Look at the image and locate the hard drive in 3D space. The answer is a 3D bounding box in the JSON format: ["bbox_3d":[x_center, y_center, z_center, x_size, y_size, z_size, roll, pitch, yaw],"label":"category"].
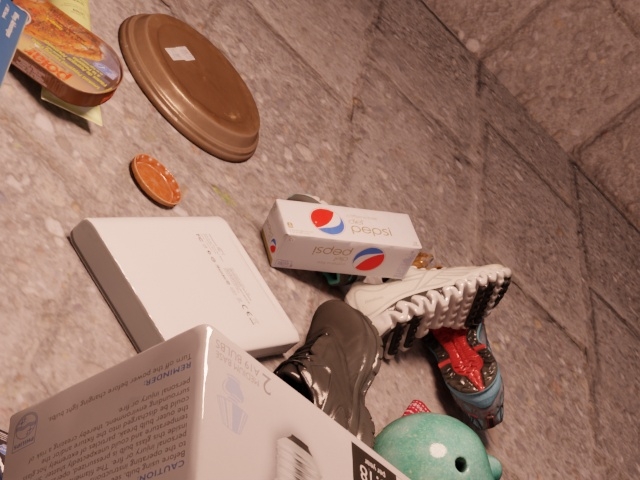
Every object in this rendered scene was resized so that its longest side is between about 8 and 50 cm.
[{"bbox_3d":[-0.157,0.060,1.869,0.203,0.040,0.307,56,23,14],"label":"hard drive"}]

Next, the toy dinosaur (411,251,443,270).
[{"bbox_3d":[0.160,0.067,2.467,0.112,0.064,0.211,34,12,5],"label":"toy dinosaur"}]

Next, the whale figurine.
[{"bbox_3d":[0.169,0.331,1.872,0.272,0.141,0.216,49,52,2],"label":"whale figurine"}]

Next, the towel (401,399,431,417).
[{"bbox_3d":[0.156,0.335,2.052,0.199,0.031,0.275,50,21,-1],"label":"towel"}]

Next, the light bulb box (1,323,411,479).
[{"bbox_3d":[-0.074,0.329,1.243,0.358,0.225,0.361,41,34,-37],"label":"light bulb box"}]

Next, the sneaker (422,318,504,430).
[{"bbox_3d":[0.222,0.196,2.351,0.262,0.104,0.125,-96,167,-60],"label":"sneaker"}]

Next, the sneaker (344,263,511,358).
[{"bbox_3d":[0.164,0.077,2.274,0.292,0.110,0.118,-15,49,-36],"label":"sneaker"}]

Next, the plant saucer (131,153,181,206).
[{"bbox_3d":[-0.216,-0.078,2.008,0.083,0.013,0.083,42,23,-23],"label":"plant saucer"}]

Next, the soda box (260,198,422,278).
[{"bbox_3d":[0.029,-0.001,2.178,0.216,0.069,0.074,7,43,-26],"label":"soda box"}]

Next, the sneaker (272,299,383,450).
[{"bbox_3d":[0.000,0.168,1.897,0.130,0.109,0.286,33,33,-24],"label":"sneaker"}]

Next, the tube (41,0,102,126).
[{"bbox_3d":[-0.329,-0.250,2.010,0.062,0.070,0.240,89,-7,-49],"label":"tube"}]

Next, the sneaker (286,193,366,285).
[{"bbox_3d":[0.000,0.000,2.245,0.166,0.065,0.076,50,30,11],"label":"sneaker"}]

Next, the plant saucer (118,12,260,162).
[{"bbox_3d":[-0.186,-0.236,2.286,0.278,0.041,0.278,40,25,-23],"label":"plant saucer"}]

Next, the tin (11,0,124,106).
[{"bbox_3d":[-0.337,-0.240,1.930,0.189,0.040,0.106,36,39,0],"label":"tin"}]

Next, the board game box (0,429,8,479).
[{"bbox_3d":[-0.231,0.284,1.347,0.194,0.060,0.194,34,29,-38],"label":"board game box"}]

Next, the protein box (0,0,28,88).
[{"bbox_3d":[-0.444,-0.223,1.633,0.201,0.136,0.200,41,24,-23],"label":"protein box"}]
